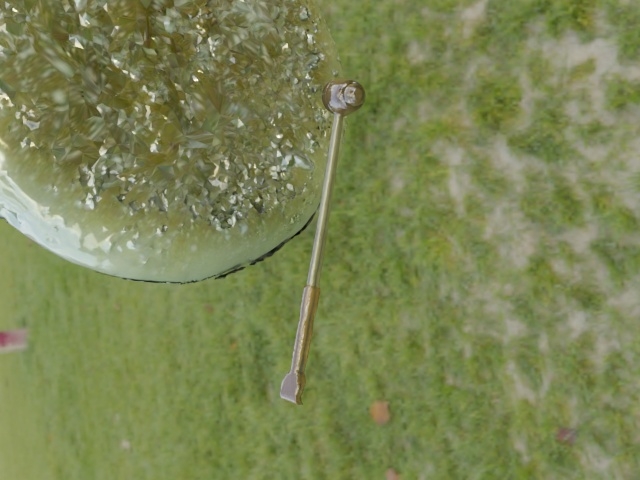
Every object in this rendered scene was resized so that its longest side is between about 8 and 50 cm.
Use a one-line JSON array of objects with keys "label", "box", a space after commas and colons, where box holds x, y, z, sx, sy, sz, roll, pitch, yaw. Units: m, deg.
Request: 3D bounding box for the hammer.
[{"label": "hammer", "box": [0.000, 0.000, 0.356, 0.029, 0.014, 0.122, -172, 91, -70]}]

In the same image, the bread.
[{"label": "bread", "box": [-0.094, -0.103, 0.528, 0.040, 0.267, 0.267, -29, 68, 55]}]
